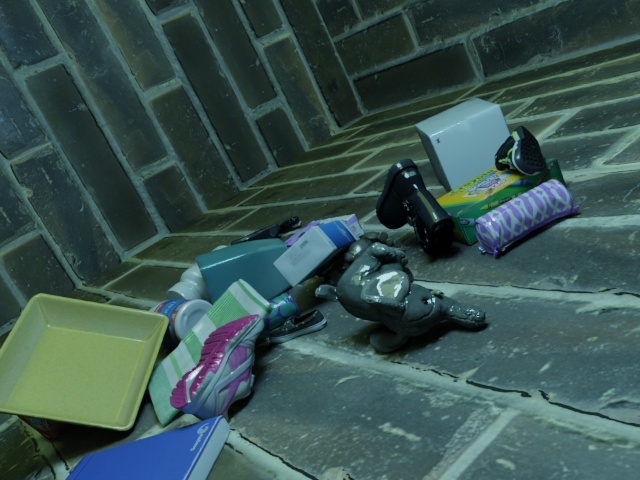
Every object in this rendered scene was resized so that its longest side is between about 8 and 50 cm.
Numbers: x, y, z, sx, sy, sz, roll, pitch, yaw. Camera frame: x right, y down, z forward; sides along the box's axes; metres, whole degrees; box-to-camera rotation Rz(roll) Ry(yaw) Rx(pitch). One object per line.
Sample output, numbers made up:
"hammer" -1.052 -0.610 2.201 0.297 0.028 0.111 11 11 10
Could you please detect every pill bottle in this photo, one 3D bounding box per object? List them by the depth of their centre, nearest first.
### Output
"pill bottle" -0.366 0.214 1.641 0.222 0.124 0.124 -8 24 49
"pill bottle" -0.332 0.124 1.858 0.131 0.131 0.229 -11 22 44

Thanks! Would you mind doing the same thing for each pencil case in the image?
"pencil case" 0.416 -0.047 1.309 0.206 0.086 0.088 -30 50 -5
"pencil case" -0.122 0.180 1.467 0.152 0.070 0.064 -29 49 -14

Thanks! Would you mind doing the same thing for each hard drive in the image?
"hard drive" -0.328 0.414 1.093 0.319 0.040 0.210 -21 16 20

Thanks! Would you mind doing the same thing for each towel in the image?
"towel" -0.252 0.230 1.404 0.325 0.038 0.248 -45 23 -10

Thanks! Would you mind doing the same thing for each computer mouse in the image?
"computer mouse" -0.196 -0.002 2.178 0.189 0.072 0.272 -18 5 34

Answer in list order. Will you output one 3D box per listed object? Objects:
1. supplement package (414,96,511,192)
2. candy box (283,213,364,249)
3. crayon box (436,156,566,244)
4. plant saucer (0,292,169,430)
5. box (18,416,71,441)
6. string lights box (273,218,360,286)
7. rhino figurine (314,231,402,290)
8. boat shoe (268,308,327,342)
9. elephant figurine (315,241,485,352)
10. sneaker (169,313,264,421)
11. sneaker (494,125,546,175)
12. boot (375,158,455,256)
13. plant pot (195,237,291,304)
"supplement package" 0.409 -0.263 1.790 0.199 0.198 0.262 -24 16 7
"candy box" 0.000 0.000 1.835 0.165 0.070 0.196 -37 19 -34
"crayon box" 0.404 -0.100 1.491 0.279 0.081 0.165 -30 16 -11
"plant saucer" -0.544 0.285 1.443 0.333 0.080 0.332 10 39 -3
"box" -0.593 0.334 1.536 0.123 0.128 0.257 28 41 18
"string lights box" -0.003 0.024 1.553 0.133 0.076 0.260 -43 -8 17
"rhino figurine" 0.079 0.055 1.535 0.243 0.073 0.106 -37 13 -24
"boat shoe" -0.054 0.184 1.390 0.142 0.040 0.049 -20 17 20
"elephant figurine" 0.137 0.114 1.140 0.186 0.169 0.239 -53 30 11
"sneaker" -0.178 0.249 1.229 0.103 0.111 0.252 -13 33 45
"sneaker" 0.445 -0.182 1.445 0.097 0.084 0.234 -44 5 29
"boot" 0.218 -0.042 1.483 0.094 0.207 0.246 -17 -30 -14
"plant pot" -0.192 0.091 1.706 0.234 0.165 0.166 -22 15 -11
